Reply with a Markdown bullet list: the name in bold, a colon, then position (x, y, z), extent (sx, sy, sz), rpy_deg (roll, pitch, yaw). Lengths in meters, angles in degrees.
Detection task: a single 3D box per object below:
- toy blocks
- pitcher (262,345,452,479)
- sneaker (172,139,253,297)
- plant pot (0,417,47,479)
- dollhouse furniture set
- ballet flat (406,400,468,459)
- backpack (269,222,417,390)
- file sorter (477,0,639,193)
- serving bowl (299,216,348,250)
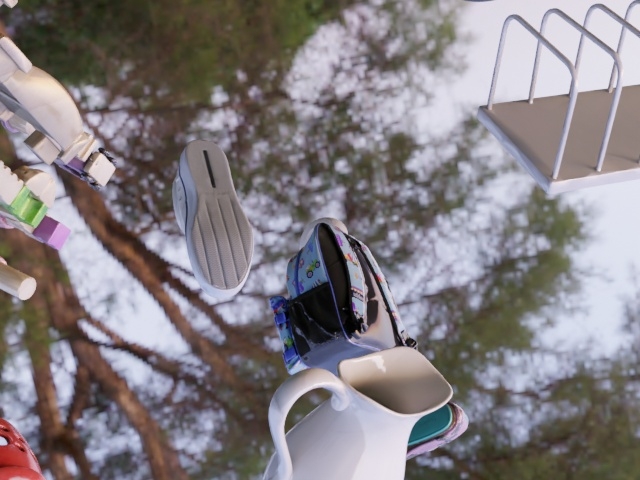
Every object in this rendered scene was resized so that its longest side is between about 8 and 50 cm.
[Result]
- **toy blocks**: position (-0.574, -0.107, 2.062), extent (0.260, 0.288, 0.309), rpy_deg (22, -107, 29)
- **pitcher**: position (0.004, 0.198, 1.108), extent (0.178, 0.207, 0.125), rpy_deg (7, -150, -36)
- **sneaker**: position (-0.151, -0.018, 1.691), extent (0.094, 0.091, 0.258), rpy_deg (4, -128, -18)
- **plant pot**: position (-0.493, 0.374, 1.772), extent (0.191, 0.191, 0.174), rpy_deg (-19, -147, -26)
- **dollhouse furniture set**: position (-0.298, -0.220, 1.344), extent (0.174, 0.355, 0.303), rpy_deg (-47, -139, -11)
- **ballet flat**: position (0.108, 0.287, 1.709), extent (0.222, 0.079, 0.076), rpy_deg (-24, -128, 19)
- **backpack**: position (0.016, 0.073, 1.435), extent (0.117, 0.173, 0.158), rpy_deg (-31, 150, 23)
- **file sorter**: position (0.379, -0.200, 1.569), extent (0.278, 0.173, 0.193), rpy_deg (-10, -142, -20)
- **serving bowl**: position (0.000, 0.000, 1.843), extent (0.083, 0.083, 0.027), rpy_deg (0, 158, 36)
